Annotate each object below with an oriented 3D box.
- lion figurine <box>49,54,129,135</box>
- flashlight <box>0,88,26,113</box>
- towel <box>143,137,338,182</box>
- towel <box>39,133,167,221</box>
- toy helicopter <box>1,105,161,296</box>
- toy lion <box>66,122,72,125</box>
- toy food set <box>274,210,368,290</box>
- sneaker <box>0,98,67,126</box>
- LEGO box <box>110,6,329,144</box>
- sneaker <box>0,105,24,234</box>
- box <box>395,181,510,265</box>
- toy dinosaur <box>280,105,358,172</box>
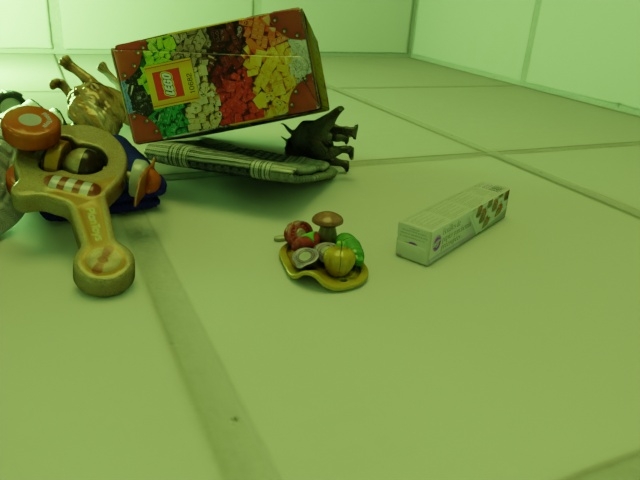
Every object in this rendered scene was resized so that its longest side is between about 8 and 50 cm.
[{"bbox_3d":[-0.556,-0.361,1.596,0.240,0.142,0.392,41,22,2],"label":"lion figurine"},{"bbox_3d":[-0.909,-0.382,1.648,0.304,0.103,0.103,23,3,38],"label":"flashlight"},{"bbox_3d":[-0.147,-0.170,1.252,0.312,0.056,0.324,10,10,14],"label":"towel"},{"bbox_3d":[-0.447,-0.121,1.167,0.228,0.076,0.308,-17,31,-26],"label":"towel"},{"bbox_3d":[-0.340,-0.058,0.920,0.235,0.140,0.355,-7,49,-29],"label":"toy helicopter"},{"bbox_3d":[-0.654,-0.288,1.562,0.096,0.034,0.100,-8,25,-42],"label":"toy lion"},{"bbox_3d":[0.000,0.000,0.950,0.128,0.071,0.218,-3,24,-16],"label":"toy food set"},{"bbox_3d":[-0.681,-0.250,1.414,0.124,0.107,0.283,-32,37,-32],"label":"sneaker"},{"bbox_3d":[-0.184,-0.354,1.361,0.373,0.193,0.500,-10,11,6],"label":"LEGO box"},{"bbox_3d":[-0.597,-0.091,1.030,0.180,0.124,0.321,-18,38,19],"label":"sneaker"},{"bbox_3d":[0.249,-0.039,1.089,0.067,0.063,0.324,19,28,33],"label":"box"},{"bbox_3d":[-0.006,-0.222,1.354,0.161,0.120,0.313,2,1,-7],"label":"toy dinosaur"}]
